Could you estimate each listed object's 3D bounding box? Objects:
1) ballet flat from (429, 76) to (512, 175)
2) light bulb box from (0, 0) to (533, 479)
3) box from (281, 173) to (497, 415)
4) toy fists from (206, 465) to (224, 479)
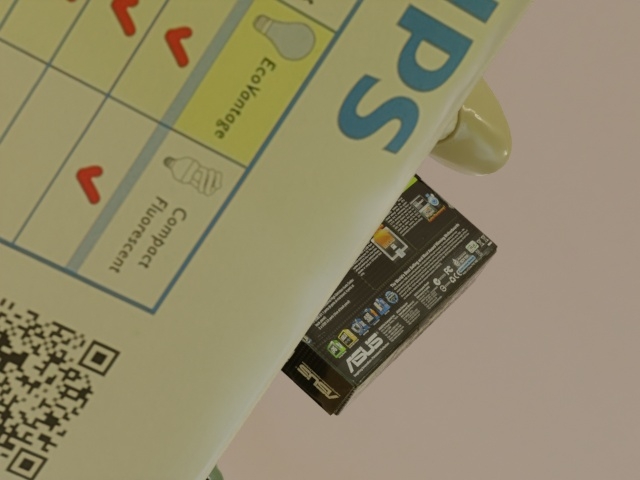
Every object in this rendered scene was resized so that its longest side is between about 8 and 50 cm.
[{"bbox_3d":[0.044,-0.136,1.423,0.248,0.086,0.086,53,-27,-9],"label":"ballet flat"},{"bbox_3d":[-0.139,-0.136,0.676,0.358,0.361,0.225,-56,-152,14],"label":"light bulb box"},{"bbox_3d":[0.000,0.000,1.345,0.184,0.191,0.045,40,-44,9],"label":"box"},{"bbox_3d":[-0.131,0.142,1.353,0.142,0.096,0.279,62,-9,22],"label":"toy fists"}]
